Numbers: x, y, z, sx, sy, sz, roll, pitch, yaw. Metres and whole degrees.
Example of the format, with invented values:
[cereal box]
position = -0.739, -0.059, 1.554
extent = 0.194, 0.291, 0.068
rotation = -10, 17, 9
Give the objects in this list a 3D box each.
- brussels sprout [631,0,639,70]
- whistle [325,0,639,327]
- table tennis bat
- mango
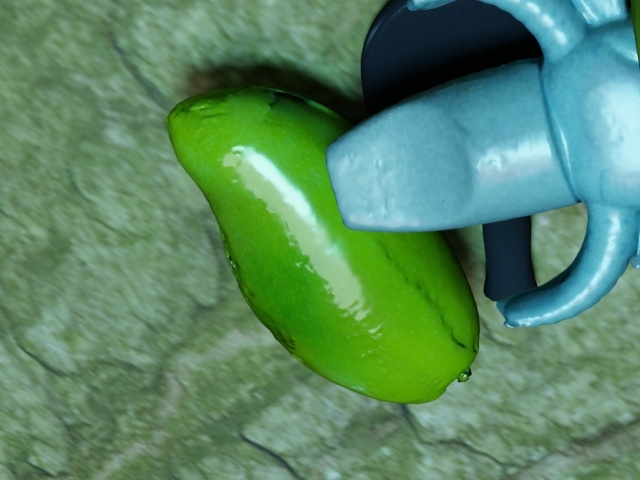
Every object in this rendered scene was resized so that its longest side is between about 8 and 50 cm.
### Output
[brussels sprout]
position = 0.255, -0.137, 0.583
extent = 0.361, 0.425, 0.342
rotation = 19, -170, -46
[whistle]
position = 0.136, -0.061, 0.900
extent = 0.274, 0.093, 0.186
rotation = -15, 101, 15
[table tennis bat]
position = 0.100, -0.053, 0.991
extent = 0.150, 0.027, 0.236
rotation = 2, 134, 12
[mango]
position = 0.000, 0.000, 1.012
extent = 0.125, 0.111, 0.233
rotation = -28, 117, 37
